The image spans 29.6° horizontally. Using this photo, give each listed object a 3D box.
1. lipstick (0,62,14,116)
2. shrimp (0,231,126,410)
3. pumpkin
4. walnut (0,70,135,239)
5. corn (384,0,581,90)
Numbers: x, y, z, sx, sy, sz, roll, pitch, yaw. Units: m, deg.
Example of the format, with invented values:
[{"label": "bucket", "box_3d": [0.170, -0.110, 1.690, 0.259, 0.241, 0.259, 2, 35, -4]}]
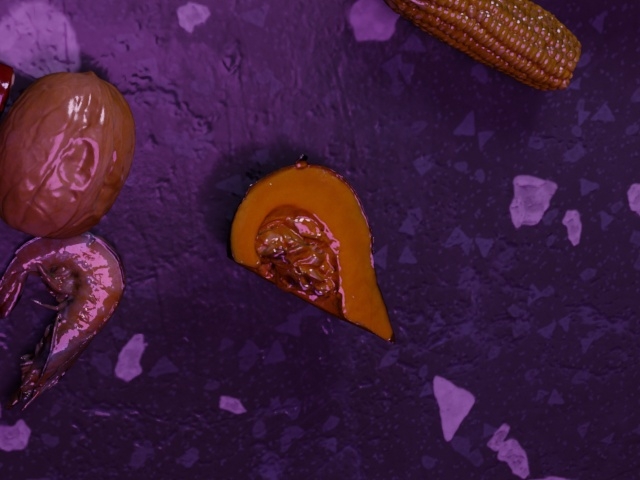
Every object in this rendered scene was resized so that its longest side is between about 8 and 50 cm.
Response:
[{"label": "lipstick", "box_3d": [-0.464, -0.203, 1.348, 0.241, 0.080, 0.080, 22, 101, -23]}, {"label": "shrimp", "box_3d": [-0.345, 0.098, 1.513, 0.143, 0.052, 0.251, 30, 90, -14]}, {"label": "pumpkin", "box_3d": [0.001, 0.001, 1.566, 0.278, 0.111, 0.163, 30, 82, -23]}, {"label": "walnut", "box_3d": [-0.298, -0.098, 1.399, 0.159, 0.159, 0.206, 19, 103, -22]}, {"label": "corn", "box_3d": [0.198, -0.282, 1.514, 0.318, 0.115, 0.115, 26, 100, -24]}]
